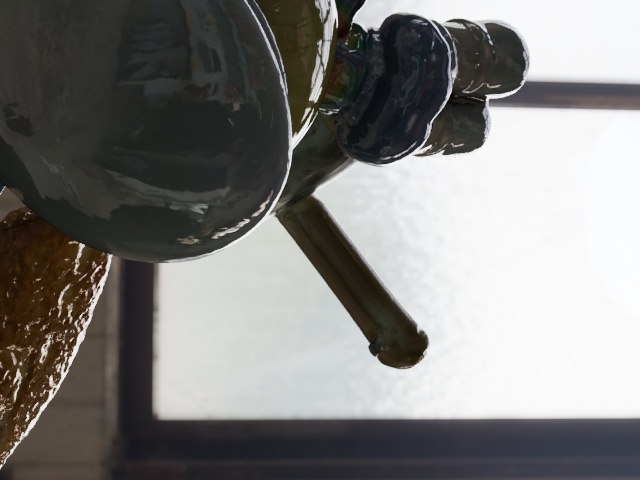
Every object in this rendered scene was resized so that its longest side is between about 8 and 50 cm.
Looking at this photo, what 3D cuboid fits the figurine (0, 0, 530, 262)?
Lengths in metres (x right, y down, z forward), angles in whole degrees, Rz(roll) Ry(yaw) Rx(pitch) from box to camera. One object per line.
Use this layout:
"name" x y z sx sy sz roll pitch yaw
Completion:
"figurine" -0.015 -0.108 0.979 0.205 0.382 0.224 53 -42 34

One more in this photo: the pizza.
"pizza" -0.191 0.056 1.035 0.134 0.056 0.271 9 107 -62

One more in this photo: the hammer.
"hammer" 0.000 0.000 1.589 0.305 0.202 0.113 56 20 -12
